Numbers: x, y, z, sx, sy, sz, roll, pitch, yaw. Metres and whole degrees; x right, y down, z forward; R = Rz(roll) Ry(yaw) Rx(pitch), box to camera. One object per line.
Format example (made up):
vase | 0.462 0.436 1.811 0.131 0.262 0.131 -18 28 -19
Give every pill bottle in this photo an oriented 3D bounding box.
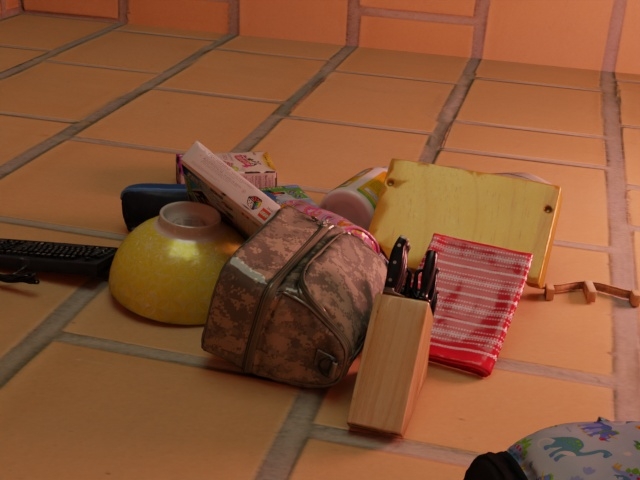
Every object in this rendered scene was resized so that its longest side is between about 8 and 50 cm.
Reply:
pill bottle | 0.109 -0.084 2.126 0.136 0.136 0.245 15 27 25

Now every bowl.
bowl | -0.249 0.019 1.811 0.289 0.156 0.289 7 25 -3

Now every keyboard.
keyboard | -0.568 0.037 1.881 0.317 0.033 0.201 3 23 18

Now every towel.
towel | 0.246 0.107 1.704 0.198 0.031 0.275 13 54 22

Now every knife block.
knife block | 0.122 0.137 1.506 0.088 0.242 0.276 9 25 15

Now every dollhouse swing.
dollhouse swing | 0.307 0.006 2.009 0.346 0.305 0.315 11 63 16

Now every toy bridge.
toy bridge | 0.530 0.100 1.895 0.188 0.026 0.063 4 22 4

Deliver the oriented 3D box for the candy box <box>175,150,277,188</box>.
candy box | -0.231 -0.160 2.342 0.233 0.071 0.159 -2 24 -12

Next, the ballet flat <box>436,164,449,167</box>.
ballet flat | 0.351 -0.110 2.172 0.241 0.077 0.091 14 21 20

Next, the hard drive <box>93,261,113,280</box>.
hard drive | -0.414 0.050 1.914 0.135 0.022 0.094 11 26 17

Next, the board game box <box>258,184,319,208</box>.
board game box | -0.091 -0.069 2.194 0.160 0.039 0.211 -7 27 -21

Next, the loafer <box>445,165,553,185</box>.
loafer | 0.400 -0.105 2.253 0.319 0.112 0.111 9 29 32

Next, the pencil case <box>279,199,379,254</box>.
pencil case | 0.000 0.000 1.903 0.124 0.124 0.284 -9 18 -25

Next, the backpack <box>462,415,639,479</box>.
backpack | 0.366 0.340 1.117 0.355 0.273 0.290 13 17 -6

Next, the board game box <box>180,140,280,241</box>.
board game box | -0.171 -0.071 1.827 0.193 0.053 0.305 39 -11 3

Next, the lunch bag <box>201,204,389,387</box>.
lunch bag | -0.018 0.103 1.633 0.256 0.213 0.305 26 30 11

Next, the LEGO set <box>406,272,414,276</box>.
LEGO set | 0.145 0.077 1.869 0.182 0.060 0.244 -8 24 -20

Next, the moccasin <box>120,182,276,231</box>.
moccasin | -0.259 -0.060 2.075 0.342 0.117 0.138 4 11 15
